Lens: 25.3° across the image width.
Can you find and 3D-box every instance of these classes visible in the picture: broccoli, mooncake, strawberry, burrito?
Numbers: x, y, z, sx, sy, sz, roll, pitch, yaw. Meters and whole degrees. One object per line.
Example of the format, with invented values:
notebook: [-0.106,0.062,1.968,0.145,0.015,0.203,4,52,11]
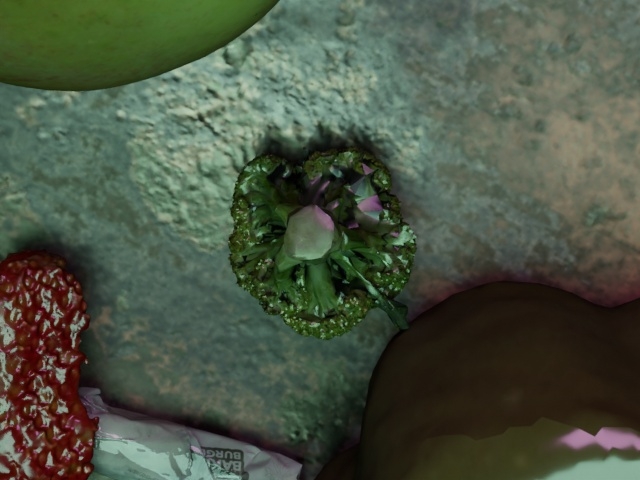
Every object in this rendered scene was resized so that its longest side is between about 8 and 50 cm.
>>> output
broccoli: [0.000,0.000,0.953,0.130,0.120,0.131,6,85,9]
mooncake: [0.203,0.254,0.958,0.467,0.262,0.467,1,111,2]
strawberry: [-0.248,0.131,0.996,0.175,0.106,0.236,-4,97,31]
burrito: [-0.107,0.161,1.048,0.203,0.064,0.064,21,109,-5]

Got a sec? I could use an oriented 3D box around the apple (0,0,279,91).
apple: [-0.146,-0.238,0.782,0.277,0.319,0.319,-35,104,11]
